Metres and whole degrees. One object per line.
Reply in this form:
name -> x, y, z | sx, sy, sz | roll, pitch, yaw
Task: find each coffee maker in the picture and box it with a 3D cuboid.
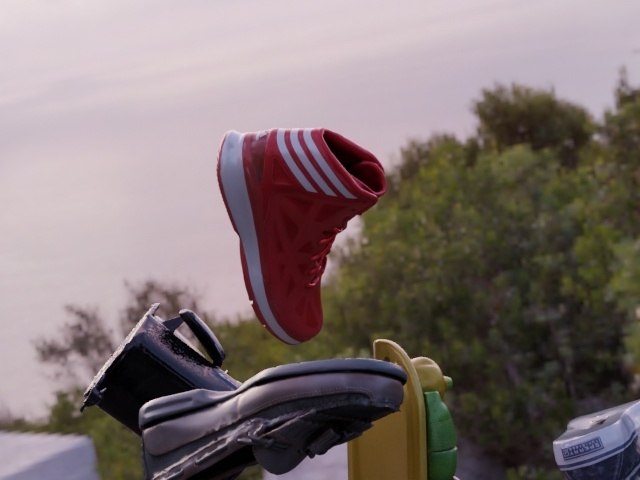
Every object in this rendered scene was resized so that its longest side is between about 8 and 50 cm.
coffee maker -> -0.147, 0.177, 1.395 | 0.120, 0.178, 0.171 | -47, 8, 43

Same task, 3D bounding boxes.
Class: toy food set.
toy food set -> 0.079, 0.191, 1.129 | 0.071, 0.218, 0.128 | 1, -2, -26

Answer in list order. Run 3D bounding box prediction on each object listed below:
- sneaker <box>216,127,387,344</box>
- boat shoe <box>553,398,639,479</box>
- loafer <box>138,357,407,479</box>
sneaker -> 0.000, 0.000, 1.142 | 0.128, 0.221, 0.087 | -6, 42, 17
boat shoe -> 0.211, 0.163, 0.953 | 0.065, 0.083, 0.183 | -21, -6, 24
loafer -> -0.040, 0.154, 1.058 | 0.267, 0.084, 0.096 | -18, -29, 40
